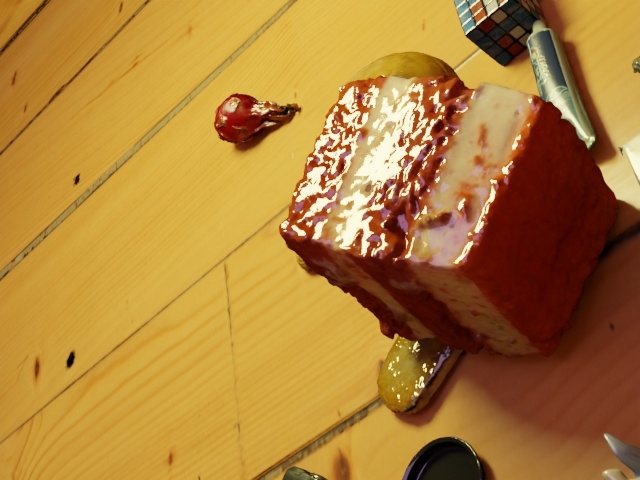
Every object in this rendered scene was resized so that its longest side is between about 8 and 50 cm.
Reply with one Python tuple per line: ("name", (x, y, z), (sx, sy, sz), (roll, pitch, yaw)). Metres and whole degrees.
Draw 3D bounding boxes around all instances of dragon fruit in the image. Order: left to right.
("dragon fruit", (-0.126, -0.239, 2.134), (0.191, 0.094, 0.094), (-16, 53, 39))

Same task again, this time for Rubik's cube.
("Rubik's cube", (0.267, -0.335, 1.701), (0.092, 0.092, 0.092), (-38, 40, 29))

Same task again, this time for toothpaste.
("toothpaste", (0.326, -0.207, 1.578), (0.069, 0.047, 0.268), (-25, 49, 22))

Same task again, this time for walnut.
("walnut", (0.119, -0.177, 1.702), (0.226, 0.193, 0.193), (-31, 42, 49))

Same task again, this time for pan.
("pan", (0.159, 0.344, 1.388), (0.136, 0.028, 0.235), (-43, 35, 24))

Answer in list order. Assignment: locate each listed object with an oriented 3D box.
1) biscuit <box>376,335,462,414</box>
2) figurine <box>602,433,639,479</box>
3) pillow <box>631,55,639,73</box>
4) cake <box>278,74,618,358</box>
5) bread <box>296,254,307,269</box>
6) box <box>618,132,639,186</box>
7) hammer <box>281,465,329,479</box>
("biscuit", (0.158, 0.124, 1.556), (0.247, 0.029, 0.118), (-59, 32, 1))
("figurine", (0.359, 0.262, 1.119), (0.184, 0.128, 0.208), (-48, 31, 12))
("pillow", (0.505, -0.215, 1.296), (0.189, 0.034, 0.256), (-34, 32, -20))
("cake", (0.160, -0.030, 1.418), (0.320, 0.269, 0.270), (8, 67, 42))
("bread", (0.000, 0.000, 1.848), (0.110, 0.024, 0.110), (-31, 42, 33))
("box", (0.440, -0.039, 1.275), (0.135, 0.079, 0.269), (-36, 41, 28))
("hammer", (-0.069, 0.493, 1.563), (0.111, 0.043, 0.365), (14, 78, 53))
